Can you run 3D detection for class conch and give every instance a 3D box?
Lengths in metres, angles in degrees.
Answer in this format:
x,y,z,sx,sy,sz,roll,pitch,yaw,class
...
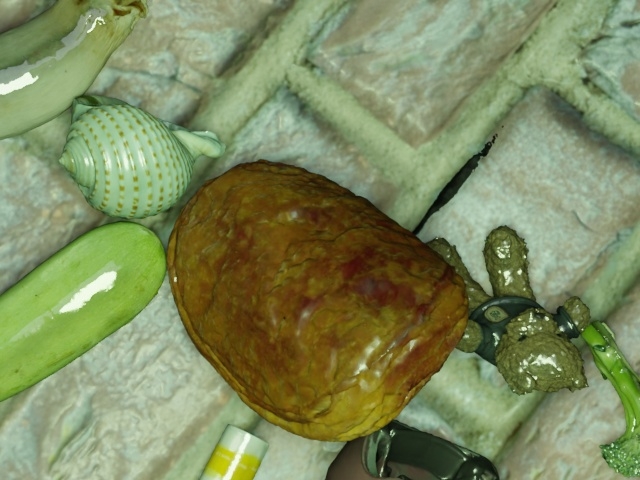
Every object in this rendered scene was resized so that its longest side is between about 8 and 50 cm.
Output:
x,y,z,sx,sy,sz,roll,pitch,yaw,class
-0.217,-0.089,1.643,0.200,0.172,0.131,17,93,-39,conch

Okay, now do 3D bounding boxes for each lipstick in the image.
x,y,z,sx,sy,sz,roll,pitch,yaw,class
-0.142,0.342,1.628,0.059,0.059,0.264,26,80,-1,lipstick

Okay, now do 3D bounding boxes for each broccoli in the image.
x,y,z,sx,sy,sz,roll,pitch,yaw,class
0.372,0.190,1.691,0.122,0.118,0.204,-25,68,2,broccoli

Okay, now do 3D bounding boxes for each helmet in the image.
x,y,z,sx,sy,sz,roll,pitch,yaw,class
0.116,0.345,1.539,0.271,0.338,0.197,28,106,-41,helmet

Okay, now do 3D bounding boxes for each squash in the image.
x,y,z,sx,sy,sz,roll,pitch,yaw,class
-0.334,0.108,1.622,0.370,0.118,0.118,-37,86,-7,squash

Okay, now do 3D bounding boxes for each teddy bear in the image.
x,y,z,sx,sy,sz,roll,pitch,yaw,class
0.225,0.096,1.667,0.182,0.129,0.251,-17,44,-10,teddy bear

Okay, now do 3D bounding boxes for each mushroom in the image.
x,y,z,sx,sy,sz,roll,pitch,yaw,class
-0.387,-0.200,1.663,0.397,0.126,0.177,-17,74,-4,mushroom

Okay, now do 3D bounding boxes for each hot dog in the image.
x,y,z,sx,sy,sz,roll,pitch,yaw,class
-0.009,0.062,1.574,0.267,0.174,0.387,-43,50,-13,hot dog
